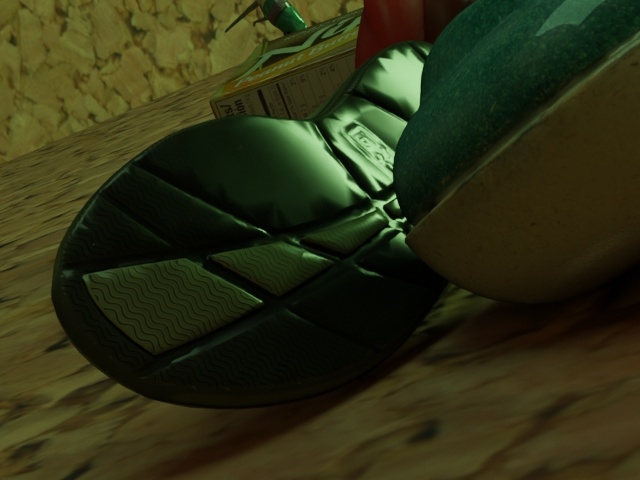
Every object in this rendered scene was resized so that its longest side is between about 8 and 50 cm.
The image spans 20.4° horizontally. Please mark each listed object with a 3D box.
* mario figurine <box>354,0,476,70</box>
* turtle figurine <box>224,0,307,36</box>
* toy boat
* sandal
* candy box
[{"bbox_3d":[0.169,-0.144,1.133,0.320,0.170,0.198,-24,-8,28],"label":"mario figurine"},{"bbox_3d":[0.023,-0.164,1.611,0.175,0.118,0.234,25,-24,-39],"label":"turtle figurine"},{"bbox_3d":[0.160,-0.117,0.654,0.267,0.148,0.318,-34,-6,-40],"label":"toy boat"},{"bbox_3d":[0.002,0.001,0.758,0.086,0.120,0.303,-49,-11,36],"label":"sandal"},{"bbox_3d":[0.087,-0.147,1.390,0.316,0.088,0.183,-19,14,16],"label":"candy box"}]
